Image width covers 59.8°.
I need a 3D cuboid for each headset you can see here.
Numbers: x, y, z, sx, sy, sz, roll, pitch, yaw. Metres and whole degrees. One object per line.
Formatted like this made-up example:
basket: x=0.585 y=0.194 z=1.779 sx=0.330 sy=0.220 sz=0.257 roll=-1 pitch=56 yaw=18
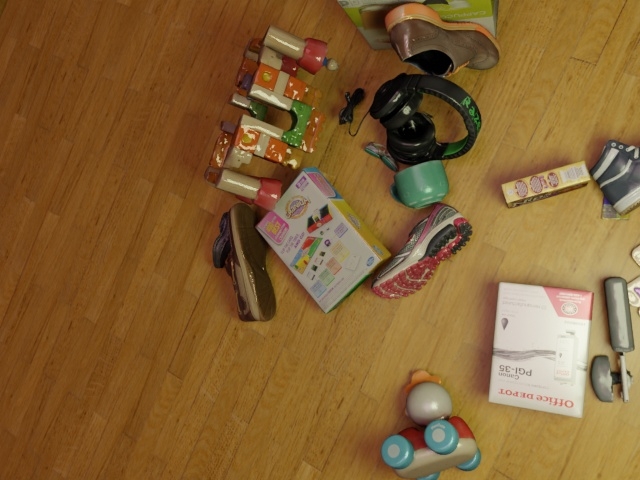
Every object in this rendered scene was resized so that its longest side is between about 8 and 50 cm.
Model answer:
headset: x=0.217 y=-0.325 z=1.410 sx=0.394 sy=0.243 sz=0.185 roll=7 pitch=58 yaw=36

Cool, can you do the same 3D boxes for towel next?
towel: x=0.697 y=-0.088 z=1.309 sx=0.060 sy=0.009 sz=0.083 roll=7 pitch=88 yaw=22

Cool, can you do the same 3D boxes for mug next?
mug: x=0.259 y=-0.134 z=1.426 sx=0.129 sy=0.158 sz=0.097 roll=-16 pitch=84 yaw=-5

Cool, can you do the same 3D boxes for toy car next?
toy car: x=0.253 y=0.439 z=1.364 sx=0.210 sy=0.219 sz=0.238 roll=-26 pitch=48 yaw=18

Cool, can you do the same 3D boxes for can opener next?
can opener: x=0.655 y=0.226 z=1.261 sx=0.095 sy=0.076 sz=0.283 roll=-7 pitch=86 yaw=24

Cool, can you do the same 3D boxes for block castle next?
block castle: x=-0.133 y=-0.315 z=1.489 sx=0.213 sy=0.303 sz=0.453 roll=18 pitch=92 yaw=-22

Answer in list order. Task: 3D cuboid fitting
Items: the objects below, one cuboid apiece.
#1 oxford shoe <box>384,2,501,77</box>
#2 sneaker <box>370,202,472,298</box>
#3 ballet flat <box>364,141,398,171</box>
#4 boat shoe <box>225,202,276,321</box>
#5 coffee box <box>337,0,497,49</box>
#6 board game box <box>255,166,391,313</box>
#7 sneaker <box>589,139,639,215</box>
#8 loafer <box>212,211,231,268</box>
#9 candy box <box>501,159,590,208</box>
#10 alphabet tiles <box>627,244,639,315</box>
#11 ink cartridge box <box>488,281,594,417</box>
oxford shoe: x=0.301 y=-0.439 z=1.321 sx=0.130 sy=0.363 sz=0.133 roll=-24 pitch=70 yaw=53
sneaker: x=0.248 y=0.035 z=1.424 sx=0.299 sy=0.121 sz=0.112 roll=-43 pitch=47 yaw=12
ballet flat: x=0.172 y=-0.232 z=1.504 sx=0.114 sy=0.041 sz=0.041 roll=38 pitch=99 yaw=18
boat shoe: x=-0.224 y=0.067 z=1.583 sx=0.123 sy=0.123 sz=0.342 roll=-11 pitch=96 yaw=30
coffee box: x=0.259 y=-0.688 z=1.348 sx=0.337 sy=0.334 sz=0.338 roll=4 pitch=89 yaw=20
board game box: x=0.000 y=0.000 z=1.485 sx=0.316 sy=0.064 sz=0.242 roll=51 pitch=121 yaw=12
sneaker: x=0.745 y=-0.198 z=1.240 sx=0.282 sy=0.099 sz=0.153 roll=-40 pitch=66 yaw=19
loafer: x=-0.273 y=0.003 z=1.641 sx=0.061 sy=0.062 sz=0.170 roll=13 pitch=92 yaw=16
candy box: x=0.531 y=-0.130 z=1.322 sx=0.186 sy=0.109 sz=0.053 roll=-18 pitch=80 yaw=18
alphabet tiles: x=0.841 y=0.100 z=1.233 sx=0.278 sy=0.021 sz=0.284 roll=-39 pitch=74 yaw=16
ink cartridge box: x=0.510 y=0.247 z=1.295 sx=0.207 sy=0.117 sz=0.283 roll=5 pitch=87 yaw=21
